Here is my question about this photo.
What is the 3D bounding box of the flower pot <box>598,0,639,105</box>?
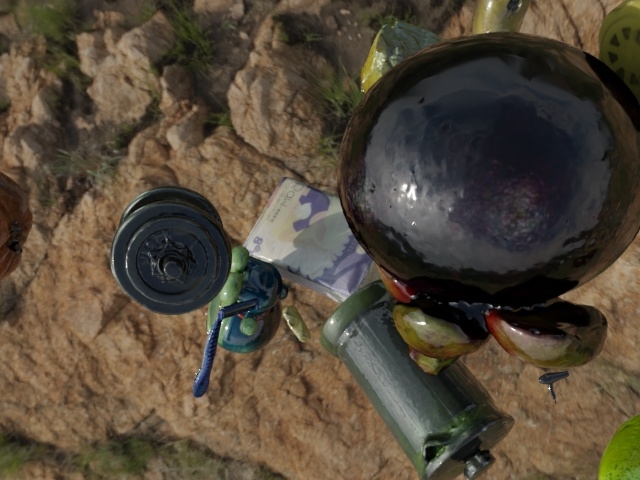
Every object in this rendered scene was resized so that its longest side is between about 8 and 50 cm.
[{"bbox_3d":[0.454,-0.249,0.711,0.179,0.195,0.195,-19,86,-12],"label":"flower pot"}]

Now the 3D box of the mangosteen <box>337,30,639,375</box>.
[{"bbox_3d":[0.198,-0.036,0.730,0.383,0.382,0.434,7,84,19],"label":"mangosteen"}]

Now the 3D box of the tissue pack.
[{"bbox_3d":[0.000,0.000,1.466,0.344,0.125,0.242,22,74,25],"label":"tissue pack"}]

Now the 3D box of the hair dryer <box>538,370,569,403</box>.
[{"bbox_3d":[0.631,0.392,1.561,0.079,0.031,0.083,-13,91,3],"label":"hair dryer"}]

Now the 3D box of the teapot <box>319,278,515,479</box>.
[{"bbox_3d":[0.183,0.253,1.016,0.200,0.271,0.337,-48,54,16],"label":"teapot"}]

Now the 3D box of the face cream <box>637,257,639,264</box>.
[{"bbox_3d":[0.725,-0.035,1.006,0.341,0.084,0.137,-41,40,20],"label":"face cream"}]

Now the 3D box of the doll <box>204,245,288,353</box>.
[{"bbox_3d":[-0.178,0.162,1.417,0.186,0.322,0.198,16,58,-11],"label":"doll"}]

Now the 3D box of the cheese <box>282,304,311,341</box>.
[{"bbox_3d":[-0.051,0.174,1.215,0.030,0.044,0.083,-33,79,9],"label":"cheese"}]

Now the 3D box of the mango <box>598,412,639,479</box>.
[{"bbox_3d":[0.199,0.138,0.335,0.056,0.108,0.073,-55,53,43],"label":"mango"}]

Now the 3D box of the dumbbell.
[{"bbox_3d":[-0.255,0.010,1.003,0.192,0.290,0.191,-4,106,-14],"label":"dumbbell"}]

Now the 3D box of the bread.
[{"bbox_3d":[0.189,-0.305,1.149,0.186,0.124,0.256,-9,64,-13],"label":"bread"}]

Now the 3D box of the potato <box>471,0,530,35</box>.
[{"bbox_3d":[0.501,-0.648,1.609,0.141,0.191,0.296,29,144,13],"label":"potato"}]

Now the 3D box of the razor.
[{"bbox_3d":[-0.232,0.235,1.284,0.056,0.093,0.324,49,130,27],"label":"razor"}]

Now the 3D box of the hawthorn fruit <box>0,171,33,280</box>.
[{"bbox_3d":[-0.675,-0.031,1.048,0.272,0.242,0.241,13,97,-4],"label":"hawthorn fruit"}]
